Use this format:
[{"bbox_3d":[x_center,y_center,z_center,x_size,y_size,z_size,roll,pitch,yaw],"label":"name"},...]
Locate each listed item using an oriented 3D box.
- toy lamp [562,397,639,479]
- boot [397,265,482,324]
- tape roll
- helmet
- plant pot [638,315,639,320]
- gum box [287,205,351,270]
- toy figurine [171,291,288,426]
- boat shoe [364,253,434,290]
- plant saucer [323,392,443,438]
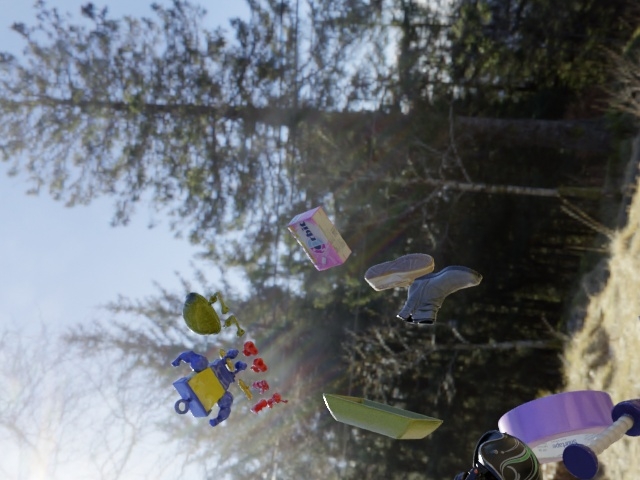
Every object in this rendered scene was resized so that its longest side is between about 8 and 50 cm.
[{"bbox_3d":[0.593,0.392,1.375,0.274,0.080,0.080,-18,-61,-41],"label":"toy lamp"},{"bbox_3d":[0.334,0.164,1.900,0.083,0.246,0.161,37,-121,-32],"label":"boot"},{"bbox_3d":[0.575,0.453,1.630,0.275,0.275,0.090,82,179,-58],"label":"tape roll"},{"bbox_3d":[0.375,0.482,1.399,0.161,0.169,0.169,-10,-70,-44],"label":"helmet"},{"bbox_3d":[1.020,0.273,1.796,0.293,0.196,0.293,44,-158,-22],"label":"plant pot"},{"bbox_3d":[0.000,0.000,2.056,0.188,0.107,0.062,55,-136,-17],"label":"gum box"},{"bbox_3d":[-0.276,0.328,1.658,0.217,0.191,0.362,-38,-75,-33],"label":"toy figurine"},{"bbox_3d":[0.188,0.077,1.559,0.059,0.170,0.063,57,-145,-30],"label":"boat shoe"},{"bbox_3d":[0.119,0.344,1.312,0.188,0.188,0.045,30,-108,-59],"label":"plant saucer"}]
